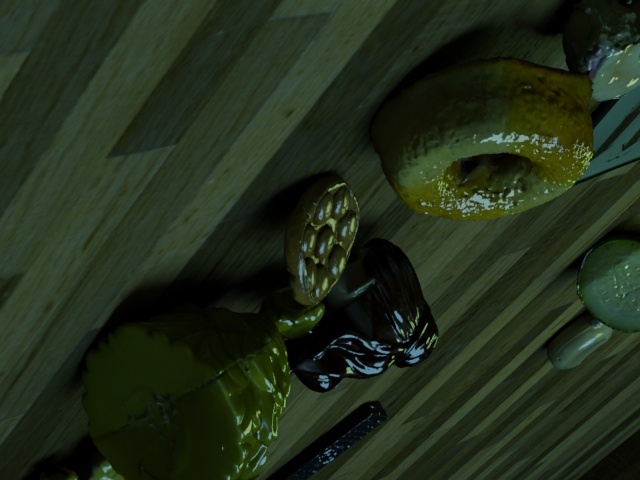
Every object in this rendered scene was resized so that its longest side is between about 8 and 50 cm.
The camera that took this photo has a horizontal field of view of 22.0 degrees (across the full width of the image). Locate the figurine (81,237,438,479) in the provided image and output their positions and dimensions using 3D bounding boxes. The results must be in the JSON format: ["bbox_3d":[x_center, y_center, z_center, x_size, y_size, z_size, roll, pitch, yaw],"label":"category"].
[{"bbox_3d":[-0.033,0.084,1.423,0.315,0.168,0.187,-31,154,-43],"label":"figurine"}]

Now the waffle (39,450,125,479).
[{"bbox_3d":[-0.225,0.277,1.668,0.302,0.068,0.325,-13,154,-50],"label":"waffle"}]

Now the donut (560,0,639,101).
[{"bbox_3d":[0.257,-0.172,1.362,0.166,0.065,0.108,-25,161,-31],"label":"donut"}]

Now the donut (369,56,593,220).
[{"bbox_3d":[0.134,-0.074,1.302,0.174,0.075,0.190,-22,157,27],"label":"donut"}]

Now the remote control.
[{"bbox_3d":[-0.015,0.292,2.162,0.245,0.025,0.063,-39,161,14],"label":"remote control"}]

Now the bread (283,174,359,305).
[{"bbox_3d":[0.000,0.000,1.334,0.110,0.024,0.110,-47,146,-45],"label":"bread"}]

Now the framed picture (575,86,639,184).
[{"bbox_3d":[0.364,-0.162,1.676,0.244,0.013,0.324,-20,157,-38],"label":"framed picture"}]

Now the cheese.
[{"bbox_3d":[0.409,0.134,2.484,0.171,0.048,0.092,-46,160,31],"label":"cheese"}]

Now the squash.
[{"bbox_3d":[0.447,0.057,2.224,0.137,0.137,0.287,-41,164,20],"label":"squash"}]
